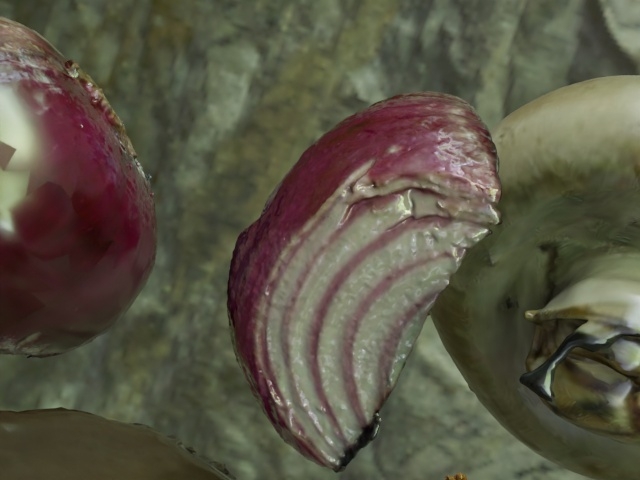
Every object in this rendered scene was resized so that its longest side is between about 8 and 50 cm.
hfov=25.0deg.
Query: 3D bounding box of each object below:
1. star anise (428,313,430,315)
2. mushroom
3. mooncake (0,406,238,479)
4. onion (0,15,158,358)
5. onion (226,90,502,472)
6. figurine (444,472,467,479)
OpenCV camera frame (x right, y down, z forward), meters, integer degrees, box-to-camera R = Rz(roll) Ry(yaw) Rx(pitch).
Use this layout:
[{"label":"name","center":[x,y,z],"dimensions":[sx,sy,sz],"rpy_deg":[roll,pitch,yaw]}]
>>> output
[{"label":"star anise","center":[0.153,0.011,1.510],"dimensions":[0.237,0.346,0.148],"rpy_deg":[-60,157,-43]},{"label":"mushroom","center":[0.251,0.056,1.132],"dimensions":[0.294,0.362,0.362],"rpy_deg":[-54,172,-52]},{"label":"mooncake","center":[-0.143,0.254,0.854],"dimensions":[0.324,0.324,0.187],"rpy_deg":[-103,-144,-69]},{"label":"onion","center":[-0.301,-0.035,1.321],"dimensions":[0.336,0.282,0.260],"rpy_deg":[65,-6,-31]},{"label":"onion","center":[0.000,0.000,0.946],"dimensions":[0.250,0.111,0.247],"rpy_deg":[-64,-160,21]},{"label":"figurine","center":[0.112,0.227,1.247],"dimensions":[0.064,0.109,0.047],"rpy_deg":[-50,-131,31]}]
